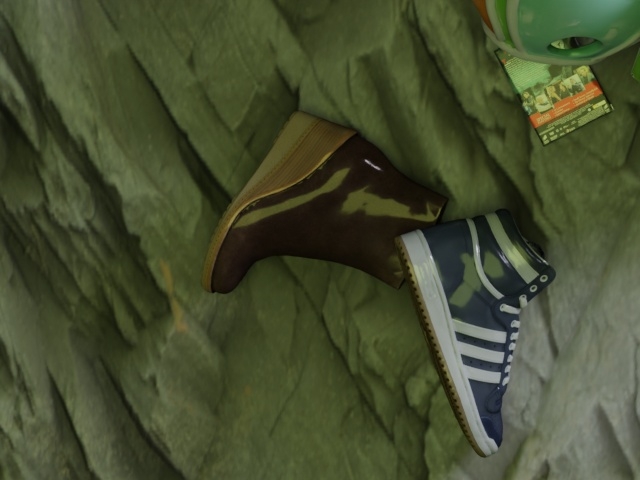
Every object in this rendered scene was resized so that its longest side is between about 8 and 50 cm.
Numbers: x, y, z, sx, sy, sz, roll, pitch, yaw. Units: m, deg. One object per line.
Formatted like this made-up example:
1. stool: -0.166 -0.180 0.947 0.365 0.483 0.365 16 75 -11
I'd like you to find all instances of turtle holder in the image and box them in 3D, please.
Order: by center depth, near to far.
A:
1. turtle holder: 0.282 -0.307 1.669 0.243 0.320 0.227 44 135 37

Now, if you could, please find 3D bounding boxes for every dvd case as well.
1. dvd case: 0.253 -0.174 1.793 0.087 0.013 0.119 -28 94 17

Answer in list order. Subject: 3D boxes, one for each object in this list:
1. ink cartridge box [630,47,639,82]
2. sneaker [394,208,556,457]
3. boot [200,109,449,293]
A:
1. ink cartridge box: 0.403 -0.154 1.647 0.097 0.189 0.255 49 139 37
2. sneaker: 0.194 0.098 1.815 0.153 0.099 0.282 -21 110 -3
3. boot: 0.000 0.000 1.846 0.207 0.090 0.248 34 103 7
